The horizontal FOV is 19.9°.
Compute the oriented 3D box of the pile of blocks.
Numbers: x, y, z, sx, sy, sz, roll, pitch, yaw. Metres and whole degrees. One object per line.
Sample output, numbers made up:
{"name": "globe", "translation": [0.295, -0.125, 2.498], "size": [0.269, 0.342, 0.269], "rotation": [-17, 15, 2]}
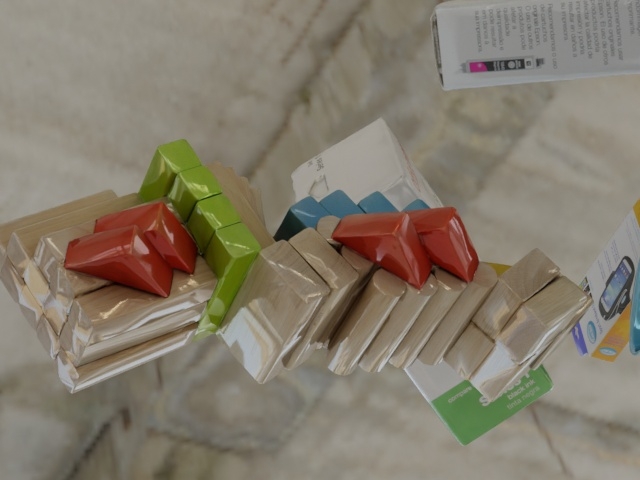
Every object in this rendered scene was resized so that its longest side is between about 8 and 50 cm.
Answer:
{"name": "pile of blocks", "translation": [0.000, 0.000, 1.044], "size": [0.362, 0.149, 0.112], "rotation": [4, -37, -22]}

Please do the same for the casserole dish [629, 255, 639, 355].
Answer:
{"name": "casserole dish", "translation": [0.248, 0.015, 1.230], "size": [0.037, 0.114, 0.188], "rotation": [12, -19, -2]}

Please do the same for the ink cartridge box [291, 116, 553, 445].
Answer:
{"name": "ink cartridge box", "translation": [0.078, 0.029, 1.444], "size": [0.093, 0.160, 0.219], "rotation": [-33, -70, 7]}

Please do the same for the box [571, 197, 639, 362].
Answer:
{"name": "box", "translation": [0.257, 0.040, 1.559], "size": [0.028, 0.081, 0.136], "rotation": [14, -52, -18]}

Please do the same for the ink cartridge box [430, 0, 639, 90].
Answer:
{"name": "ink cartridge box", "translation": [0.287, -0.170, 1.320], "size": [0.330, 0.324, 0.071], "rotation": [-1, -78, 24]}
